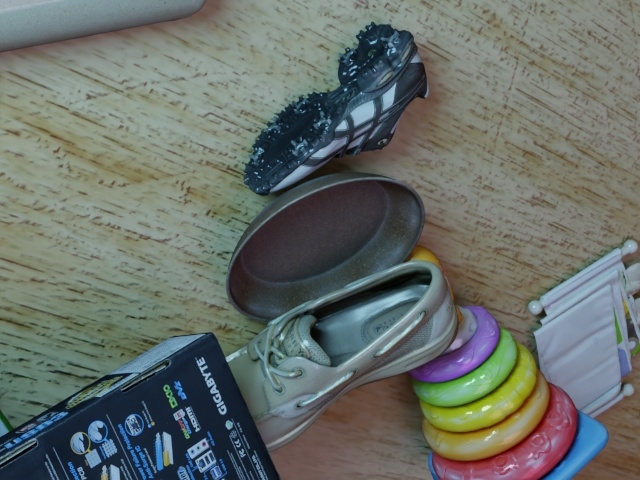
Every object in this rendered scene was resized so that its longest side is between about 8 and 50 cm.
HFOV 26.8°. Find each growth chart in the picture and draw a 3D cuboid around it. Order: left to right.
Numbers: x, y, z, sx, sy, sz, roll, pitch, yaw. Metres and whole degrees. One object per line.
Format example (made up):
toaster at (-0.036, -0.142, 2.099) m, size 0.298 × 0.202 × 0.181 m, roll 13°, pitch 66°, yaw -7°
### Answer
growth chart at (0.309, 0.122, 1.540) m, size 0.172 × 0.021 × 0.237 m, roll -24°, pitch 126°, yaw -19°

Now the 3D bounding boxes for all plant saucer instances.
plant saucer at (0.000, 0.000, 1.233) m, size 0.198 × 0.036 × 0.199 m, roll -19°, pitch 147°, yaw -13°

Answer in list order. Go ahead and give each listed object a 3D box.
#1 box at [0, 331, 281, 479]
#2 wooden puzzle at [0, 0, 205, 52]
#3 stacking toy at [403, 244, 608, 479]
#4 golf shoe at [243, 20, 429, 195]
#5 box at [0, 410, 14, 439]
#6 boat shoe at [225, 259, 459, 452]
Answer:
box at (-0.150, 0.267, 1.082) m, size 0.293 × 0.073 × 0.296 m, roll -31°, pitch 102°, yaw -36°
wooden puzzle at (-0.239, -0.292, 0.925) m, size 0.322 × 0.080 × 0.348 m, roll -15°, pitch 128°, yaw -24°
stacking toy at (0.149, 0.128, 1.375) m, size 0.165 × 0.175 × 0.302 m, roll -36°, pitch 118°, yaw -13°
golf shoe at (0.022, -0.098, 1.196) m, size 0.198 × 0.077 × 0.094 m, roll -43°, pitch 131°, yaw -2°
box at (-0.354, 0.221, 1.115) m, size 0.231 × 0.127 × 0.262 m, roll -33°, pitch 129°, yaw -14°
boat shoe at (-0.017, 0.107, 1.239) m, size 0.302 × 0.109 × 0.098 m, roll -25°, pitch 146°, yaw -1°
